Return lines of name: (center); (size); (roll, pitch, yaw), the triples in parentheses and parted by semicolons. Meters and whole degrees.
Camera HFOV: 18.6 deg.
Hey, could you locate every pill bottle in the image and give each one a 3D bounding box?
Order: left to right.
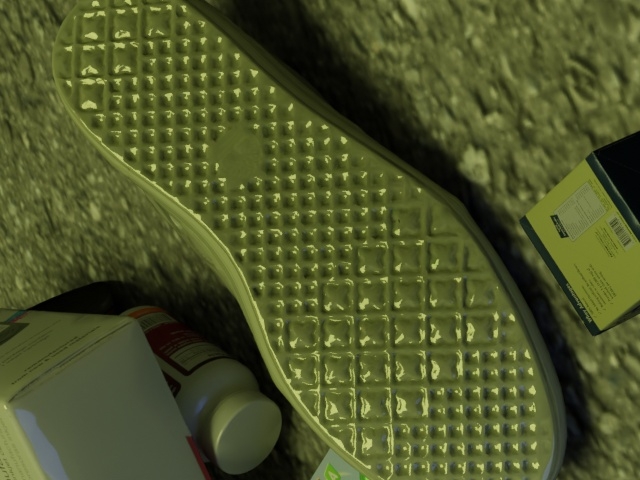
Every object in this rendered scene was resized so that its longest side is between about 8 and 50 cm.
pill bottle: (-0.103, 0.118, 1.510); (0.152, 0.086, 0.086); (32, 131, 40)

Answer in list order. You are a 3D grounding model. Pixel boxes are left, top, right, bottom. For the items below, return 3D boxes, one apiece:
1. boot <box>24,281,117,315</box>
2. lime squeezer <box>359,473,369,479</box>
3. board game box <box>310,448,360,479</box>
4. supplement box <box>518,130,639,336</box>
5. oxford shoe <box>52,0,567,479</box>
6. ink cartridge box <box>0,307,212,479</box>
boot: (-0.194, 0.187, 1.659); (0.264, 0.096, 0.280); (-25, 89, 54)
lime squeezer: (0.068, 0.246, 1.320); (0.110, 0.059, 0.310); (-40, 75, 51)
board game box: (0.063, 0.251, 1.408); (0.211, 0.039, 0.160); (52, 142, 21)
supplement box: (0.173, -0.005, 1.113); (0.083, 0.056, 0.083); (59, 143, 12)
oxford shoe: (0.000, 0.000, 1.294); (0.449, 0.169, 0.130); (47, -176, 15)
ink cartridge box: (-0.222, 0.177, 1.519); (0.306, 0.131, 0.226); (-2, 118, 52)
